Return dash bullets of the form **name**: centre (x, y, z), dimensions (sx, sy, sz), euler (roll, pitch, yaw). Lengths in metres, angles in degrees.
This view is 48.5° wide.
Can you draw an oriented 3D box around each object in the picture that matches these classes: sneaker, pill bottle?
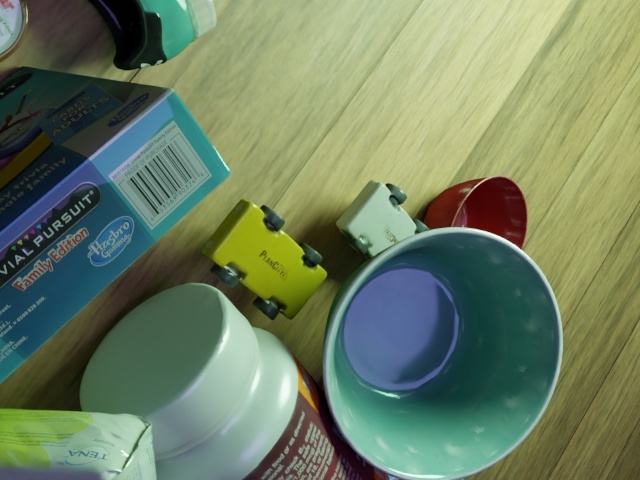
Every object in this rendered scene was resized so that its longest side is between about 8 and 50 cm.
- **sneaker**: centre (-0.212, -0.301, 0.664), dimensions (0.121, 0.108, 0.302), euler (-45, 128, -24)
- **pill bottle**: centre (-0.087, 0.246, 0.854), dimensions (0.224, 0.224, 0.392), euler (-47, 127, -18)

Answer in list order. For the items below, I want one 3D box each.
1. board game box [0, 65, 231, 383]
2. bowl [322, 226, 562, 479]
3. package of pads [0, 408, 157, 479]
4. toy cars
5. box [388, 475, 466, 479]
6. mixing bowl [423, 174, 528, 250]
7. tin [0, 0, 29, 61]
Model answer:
- **board game box**: centre (-0.262, -0.026, 0.558), dimensions (0.254, 0.336, 0.079), euler (-45, 127, -19)
- **bowl**: centre (0.128, 0.127, 0.908), dimensions (0.312, 0.163, 0.311), euler (-3, 99, -17)
- **package of pads**: centre (-0.298, 0.270, 0.673), dimensions (0.297, 0.101, 0.229), euler (1, 108, 8)
- **toy cars**: centre (0.000, 0.000, 0.943), dimensions (0.394, 0.087, 0.176), euler (-12, 122, -40)
- **box**: centre (0.129, 0.413, 1.183), dimensions (0.293, 0.057, 0.200), euler (-6, 108, -37)
- **mixing bowl**: centre (0.226, -0.018, 1.102), dimensions (0.182, 0.098, 0.181), euler (-12, 110, -35)
- **tin**: centre (-0.352, -0.184, 0.637), dimensions (0.190, 0.040, 0.106), euler (-44, 130, -20)
